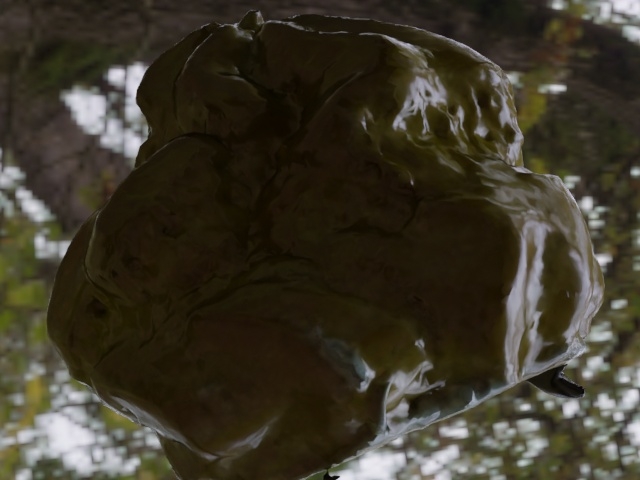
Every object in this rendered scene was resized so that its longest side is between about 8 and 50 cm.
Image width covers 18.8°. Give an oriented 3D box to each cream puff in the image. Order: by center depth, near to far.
[{"bbox_3d":[-0.001,-0.001,0.531,0.156,0.156,0.121,60,-42,23],"label":"cream puff"}]
